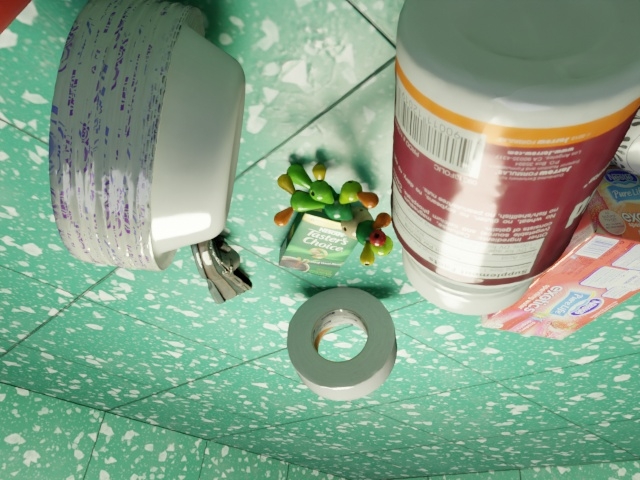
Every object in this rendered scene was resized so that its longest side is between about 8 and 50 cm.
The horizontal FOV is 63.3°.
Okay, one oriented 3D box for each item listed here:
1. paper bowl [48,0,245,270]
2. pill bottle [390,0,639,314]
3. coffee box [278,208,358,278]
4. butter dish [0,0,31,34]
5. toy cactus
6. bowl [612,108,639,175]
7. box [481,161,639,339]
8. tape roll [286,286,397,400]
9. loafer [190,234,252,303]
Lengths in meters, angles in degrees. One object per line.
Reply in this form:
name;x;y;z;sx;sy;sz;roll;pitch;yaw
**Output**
paper bowl;-0.166;-0.107;0.566;0.148;0.284;0.284;8;146;-8
pill bottle;0.195;-0.083;0.594;0.224;0.224;0.392;1;146;8
coffee box;0.000;0.000;0.912;0.113;0.040;0.184;15;145;-13
butter dish;-0.361;-0.287;0.493;0.160;0.118;0.160;-48;132;-1
toy cactus;0.034;-0.030;0.752;0.219;0.112;0.180;29;178;34
bowl;0.421;-0.126;0.620;0.170;0.080;0.170;4;147;3
box;0.377;0.025;0.793;0.154;0.142;0.300;11;146;-7
tape roll;0.044;0.205;1.050;0.219;0.219;0.072;-1;144;12
loafer;-0.184;0.037;0.976;0.084;0.096;0.267;-13;154;-7
